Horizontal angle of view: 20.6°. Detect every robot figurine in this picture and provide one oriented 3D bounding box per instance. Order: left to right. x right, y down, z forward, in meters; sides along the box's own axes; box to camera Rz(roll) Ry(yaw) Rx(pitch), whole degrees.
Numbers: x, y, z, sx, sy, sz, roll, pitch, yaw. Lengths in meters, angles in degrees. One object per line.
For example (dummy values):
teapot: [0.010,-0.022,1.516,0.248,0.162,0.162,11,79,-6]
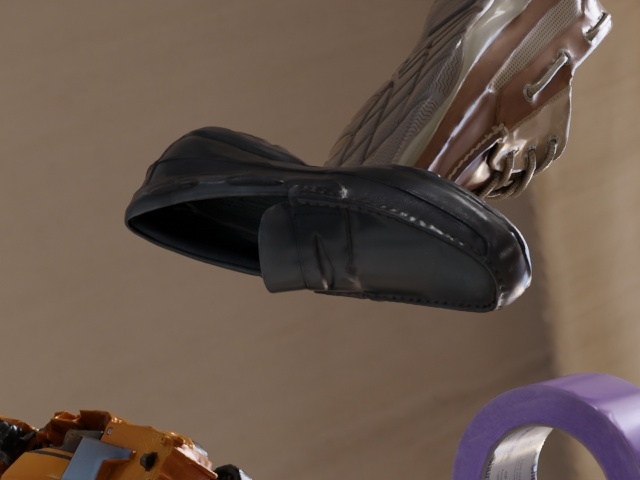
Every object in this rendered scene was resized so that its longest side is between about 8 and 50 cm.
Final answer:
robot figurine: [-0.137,0.170,1.132,0.211,0.085,0.291,37,-24,-32]

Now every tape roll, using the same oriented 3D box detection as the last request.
tape roll: [0.203,0.204,1.411,0.189,0.080,0.189,5,-82,42]

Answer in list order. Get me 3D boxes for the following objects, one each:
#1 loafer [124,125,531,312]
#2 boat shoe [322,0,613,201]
loafer: [0.000,0.000,0.887,0.223,0.078,0.076,16,-44,32]
boat shoe: [0.105,-0.083,1.109,0.116,0.324,0.123,43,-36,-12]
